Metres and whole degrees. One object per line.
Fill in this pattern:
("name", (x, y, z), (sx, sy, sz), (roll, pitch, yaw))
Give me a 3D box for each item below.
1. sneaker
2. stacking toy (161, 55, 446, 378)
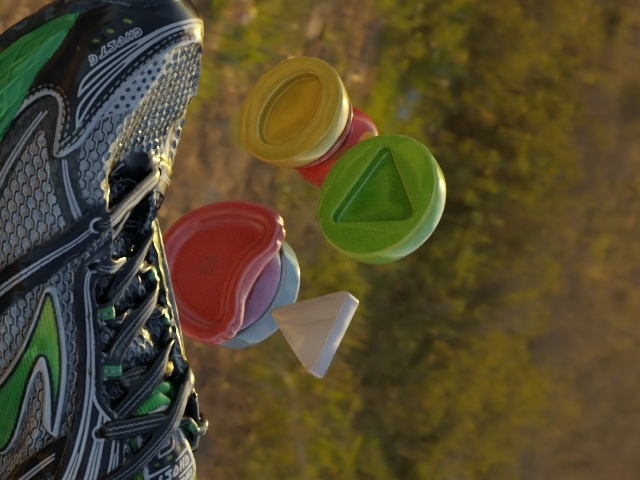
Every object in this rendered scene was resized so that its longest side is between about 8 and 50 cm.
("sneaker", (-0.098, 0.040, 0.785), (0.134, 0.146, 0.343), (-28, 142, -47))
("stacking toy", (0.000, 0.000, 1.804), (0.309, 0.279, 0.130), (-56, 142, -4))
